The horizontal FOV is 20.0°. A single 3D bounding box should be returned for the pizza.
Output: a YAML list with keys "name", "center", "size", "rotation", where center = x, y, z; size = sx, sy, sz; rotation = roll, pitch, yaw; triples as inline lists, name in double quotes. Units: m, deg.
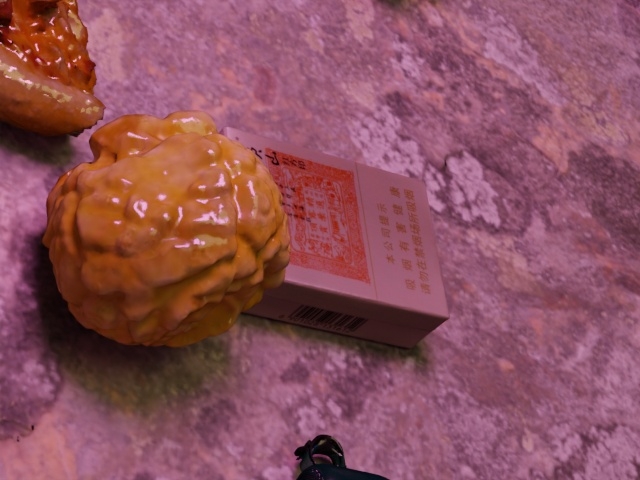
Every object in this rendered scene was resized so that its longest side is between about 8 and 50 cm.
- name: "pizza"
  center: [-0.263, -0.222, 1.381]
  size: [0.335, 0.086, 0.226]
  rotation: [48, 44, 3]

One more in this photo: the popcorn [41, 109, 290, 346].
- name: "popcorn"
  center: [-0.110, -0.008, 1.291]
  size: [0.180, 0.180, 0.170]
  rotation: [39, 8, -10]

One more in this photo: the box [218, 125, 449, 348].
- name: "box"
  center: [0.000, 0.000, 1.446]
  size: [0.201, 0.058, 0.141]
  rotation: [15, 52, -30]

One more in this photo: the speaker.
- name: "speaker"
  center: [0.011, 0.188, 1.328]
  size: [0.075, 0.060, 0.094]
  rotation: [17, 15, -29]
